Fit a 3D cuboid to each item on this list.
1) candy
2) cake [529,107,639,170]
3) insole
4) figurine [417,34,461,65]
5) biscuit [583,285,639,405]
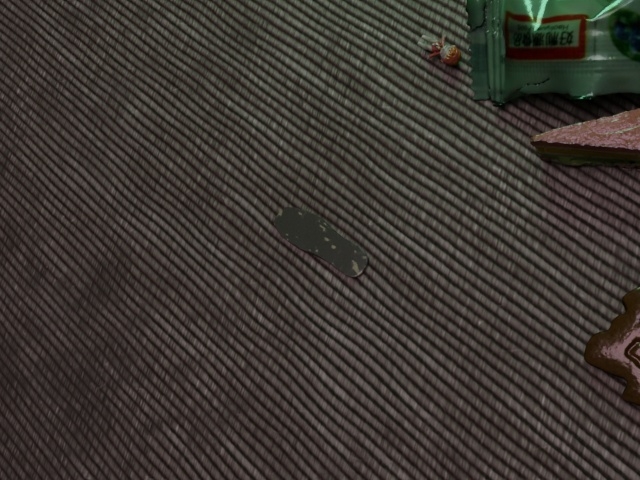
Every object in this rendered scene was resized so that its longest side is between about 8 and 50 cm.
[{"bbox_3d":[0.465,-0.382,1.614,0.398,0.172,0.263,9,102,34],"label":"candy"},{"bbox_3d":[0.513,-0.190,1.574,0.225,0.109,0.090,5,78,24],"label":"cake"},{"bbox_3d":[0.000,0.000,1.795,0.248,0.011,0.081,33,90,28],"label":"insole"},{"bbox_3d":[0.252,-0.403,1.788,0.109,0.047,0.064,39,99,37],"label":"figurine"},{"bbox_3d":[0.622,0.208,1.445,0.278,0.043,0.301,-34,64,11],"label":"biscuit"}]
